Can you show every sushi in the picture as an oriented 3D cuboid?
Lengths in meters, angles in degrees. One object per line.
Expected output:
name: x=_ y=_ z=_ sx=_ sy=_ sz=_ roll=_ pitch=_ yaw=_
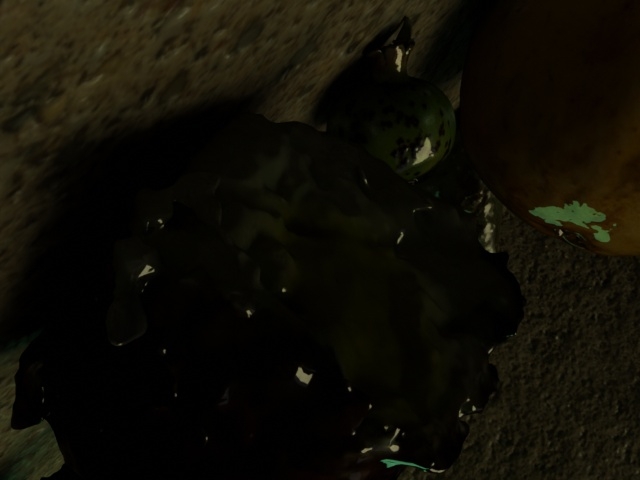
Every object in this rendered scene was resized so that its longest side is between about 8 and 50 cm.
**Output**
sushi: x=-0.048 y=0.086 z=0.676 sx=0.294 sy=0.299 sz=0.281 roll=-52 pitch=-170 yaw=40

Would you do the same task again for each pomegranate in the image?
pomegranate: x=0.353 y=-0.186 z=1.012 sx=0.410 sy=0.410 sz=0.410 roll=-44 pitch=169 yaw=-11
pomegranate: x=0.065 y=-0.123 z=0.841 sx=0.122 sy=0.122 sz=0.162 roll=-28 pitch=122 yaw=-57

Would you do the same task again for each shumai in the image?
shumai: x=0.187 y=-0.083 z=1.416 sx=0.222 sy=0.203 sz=0.272 roll=-3 pitch=101 yaw=-77

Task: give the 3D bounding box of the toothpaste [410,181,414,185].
toothpaste: x=0.109 y=-0.095 z=1.279 sx=0.045 sy=0.028 sz=0.170 roll=-58 pitch=165 yaw=4
